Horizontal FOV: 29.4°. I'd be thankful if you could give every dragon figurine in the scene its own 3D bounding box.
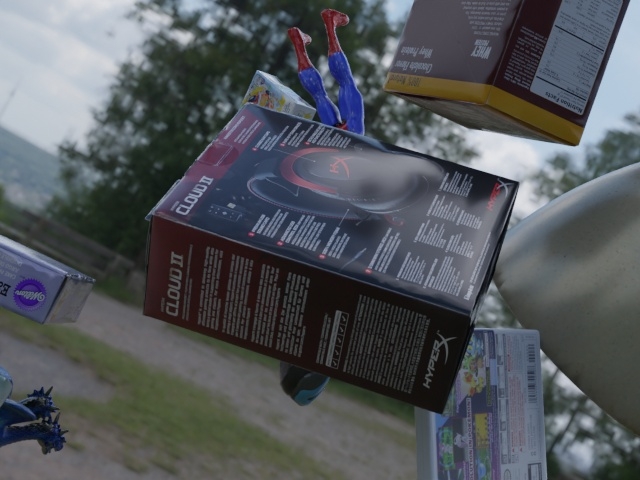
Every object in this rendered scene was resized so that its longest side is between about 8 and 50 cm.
[{"bbox_3d":[-0.400,0.199,1.457,0.085,0.144,0.289,52,-10,30],"label":"dragon figurine"}]

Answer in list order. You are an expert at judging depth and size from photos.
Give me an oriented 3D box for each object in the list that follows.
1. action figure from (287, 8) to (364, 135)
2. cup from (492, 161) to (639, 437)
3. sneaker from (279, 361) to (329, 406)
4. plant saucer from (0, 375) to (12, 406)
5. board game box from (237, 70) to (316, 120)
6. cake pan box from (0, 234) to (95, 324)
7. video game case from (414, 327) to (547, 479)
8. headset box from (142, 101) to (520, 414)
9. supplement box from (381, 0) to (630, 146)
[{"bbox_3d":[0.050,-0.133,1.508,0.091,0.280,0.139,-24,-23,29],"label":"action figure"},{"bbox_3d":[0.384,0.040,1.353,0.331,0.237,0.331,36,21,-16],"label":"cup"},{"bbox_3d":[-0.040,0.052,1.521,0.140,0.340,0.125,17,-44,-18],"label":"sneaker"},{"bbox_3d":[-0.372,0.166,1.096,0.195,0.195,0.037,36,36,-68],"label":"plant saucer"},{"bbox_3d":[-0.067,-0.088,1.267,0.026,0.154,0.103,16,17,-34],"label":"board game box"},{"bbox_3d":[-0.389,0.017,1.377,0.246,0.070,0.267,27,-4,-3],"label":"cake pan box"},{"bbox_3d":[0.156,0.186,1.177,0.023,0.201,0.183,-8,-9,44],"label":"video game case"},{"bbox_3d":[0.000,0.000,1.037,0.293,0.110,0.218,17,35,9],"label":"headset box"},{"bbox_3d":[0.193,-0.217,1.266,0.129,0.194,0.191,19,1,-31],"label":"supplement box"}]
